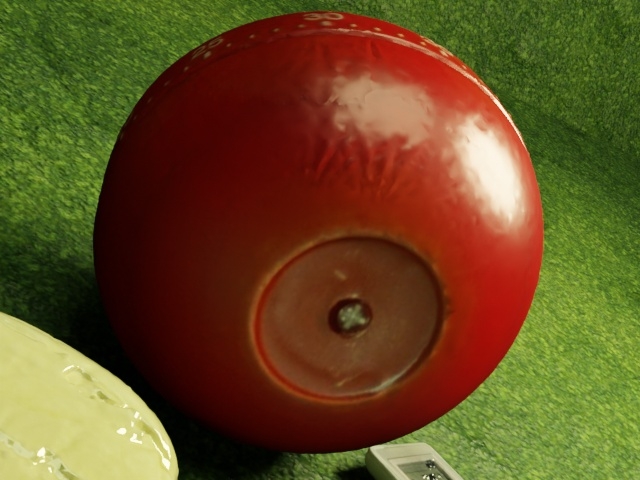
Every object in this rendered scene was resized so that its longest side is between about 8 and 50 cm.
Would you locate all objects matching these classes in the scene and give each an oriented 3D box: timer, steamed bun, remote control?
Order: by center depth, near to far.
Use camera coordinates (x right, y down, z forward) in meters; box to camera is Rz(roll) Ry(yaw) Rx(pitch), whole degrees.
[{"bbox_3d":[-0.206,0.176,0.644,0.232,0.166,0.273,32,30,-19],"label":"steamed bun"},{"bbox_3d":[0.000,0.000,0.956,0.378,0.378,0.279,25,22,-19],"label":"timer"},{"bbox_3d":[0.158,0.303,1.002,0.313,0.055,0.109,44,20,32],"label":"remote control"}]
